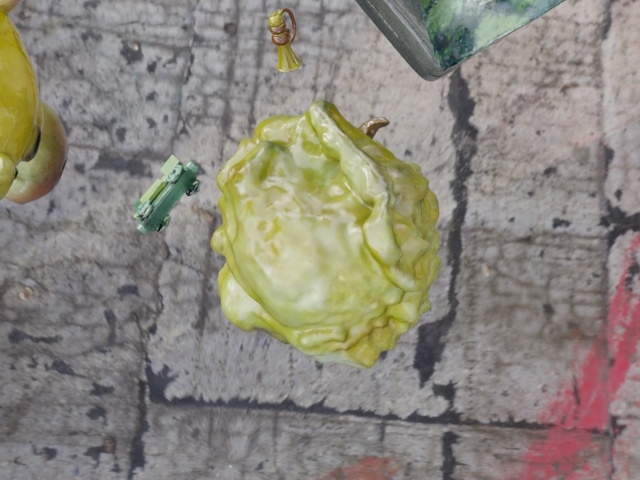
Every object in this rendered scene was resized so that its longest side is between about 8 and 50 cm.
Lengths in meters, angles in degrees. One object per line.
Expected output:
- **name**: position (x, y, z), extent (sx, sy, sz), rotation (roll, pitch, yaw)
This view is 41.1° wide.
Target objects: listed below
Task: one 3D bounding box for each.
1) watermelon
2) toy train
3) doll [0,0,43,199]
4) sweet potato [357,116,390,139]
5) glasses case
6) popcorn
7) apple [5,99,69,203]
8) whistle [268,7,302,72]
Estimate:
- **watermelon**: position (0.253, -0.333, 1.128), extent (0.201, 0.213, 0.262), rotation (27, 55, -38)
- **toy train**: position (-0.216, -0.065, 1.186), extent (0.050, 0.081, 0.122), rotation (39, 91, -31)
- **doll**: position (-0.448, -0.194, 0.897), extent (0.348, 0.161, 0.423), rotation (-15, 69, 20)
- **sweet potato**: position (0.033, -0.124, 1.282), extent (0.050, 0.214, 0.050), rotation (11, 63, -24)
- **glasses case**: position (0.131, -0.418, 1.422), extent (0.131, 0.074, 0.323), rotation (-40, 90, -27)
- **popcorn**: position (0.013, -0.013, 1.080), extent (0.312, 0.312, 0.312), rotation (1, 75, -6)
- **apple**: position (-0.557, -0.178, 1.591), extent (0.173, 0.188, 0.207), rotation (-12, 109, 14)
- **whistle**: position (-0.058, -0.352, 1.478), extent (0.057, 0.109, 0.046), rotation (-25, 43, -15)
